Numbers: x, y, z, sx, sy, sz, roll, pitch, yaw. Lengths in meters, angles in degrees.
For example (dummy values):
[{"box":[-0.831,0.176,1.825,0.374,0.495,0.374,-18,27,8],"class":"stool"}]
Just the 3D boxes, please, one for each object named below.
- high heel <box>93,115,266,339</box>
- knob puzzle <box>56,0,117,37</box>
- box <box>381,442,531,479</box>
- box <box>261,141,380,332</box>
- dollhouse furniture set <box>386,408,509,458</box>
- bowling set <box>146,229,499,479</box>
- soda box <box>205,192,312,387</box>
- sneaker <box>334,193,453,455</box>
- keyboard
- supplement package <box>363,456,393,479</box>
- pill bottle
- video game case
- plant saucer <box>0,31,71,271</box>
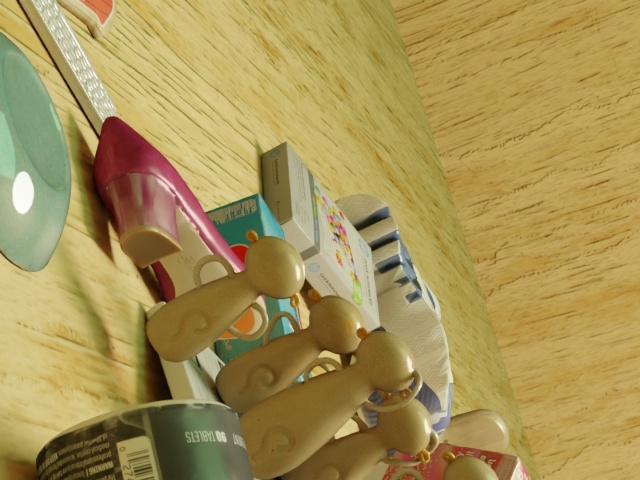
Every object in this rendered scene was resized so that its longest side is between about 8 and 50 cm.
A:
[{"box":[-0.114,-0.004,1.628,0.244,0.082,0.117,41,29,-54],"class":"high heel"},{"box":[-0.208,-0.268,1.724,0.213,0.030,0.213,-19,90,-80],"class":"knob puzzle"},{"box":[0.090,0.309,1.678,0.257,0.123,0.128,-62,142,-30],"class":"box"},{"box":[0.000,0.000,2.218,0.186,0.038,0.145,53,19,-33],"class":"box"},{"box":[0.244,0.412,2.223,0.362,0.256,0.394,-73,142,-74],"class":"dollhouse furniture set"},{"box":[0.009,0.113,1.526,0.287,0.154,0.200,55,8,-5],"class":"bowling set"},{"box":[-0.058,0.065,1.798,0.071,0.067,0.210,57,18,-53],"class":"soda box"},{"box":[0.099,0.111,2.367,0.182,0.127,0.315,50,21,-57],"class":"sneaker"},{"box":[-0.215,-0.180,1.573,0.072,0.014,0.256,-97,164,-50],"class":"keyboard"},{"box":[0.061,0.302,1.887,0.179,0.105,0.105,60,16,-50],"class":"supplement package"},{"box":[-0.085,0.229,1.190,0.130,0.130,0.245,45,29,-68],"class":"pill bottle"},{"box":[-0.065,0.157,1.557,0.173,0.022,0.190,49,10,-38],"class":"video game case"},{"box":[-0.209,-0.076,1.353,0.195,0.037,0.195,-19,90,-81],"class":"plant saucer"}]
